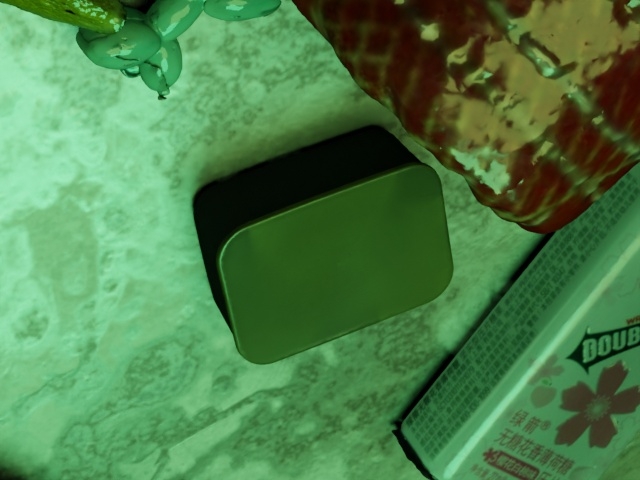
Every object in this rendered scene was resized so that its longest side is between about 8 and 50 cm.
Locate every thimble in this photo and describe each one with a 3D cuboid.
[{"bbox_3d":[0.133,-0.194,1.356,0.230,0.350,0.350,-42,129,12],"label":"thimble"}]

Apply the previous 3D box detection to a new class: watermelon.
[{"bbox_3d":[-0.236,-0.198,1.336,0.181,0.092,0.075,27,120,-37],"label":"watermelon"}]

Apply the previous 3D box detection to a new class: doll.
[{"bbox_3d":[-0.113,-0.185,1.420,0.158,0.059,0.159,-25,129,-11],"label":"doll"}]

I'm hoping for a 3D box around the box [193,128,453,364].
[{"bbox_3d":[0.000,0.000,1.572,0.201,0.090,0.144,-21,127,-12],"label":"box"}]

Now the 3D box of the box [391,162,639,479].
[{"bbox_3d":[0.248,0.101,1.745,0.190,0.112,0.370,27,105,-35],"label":"box"}]
